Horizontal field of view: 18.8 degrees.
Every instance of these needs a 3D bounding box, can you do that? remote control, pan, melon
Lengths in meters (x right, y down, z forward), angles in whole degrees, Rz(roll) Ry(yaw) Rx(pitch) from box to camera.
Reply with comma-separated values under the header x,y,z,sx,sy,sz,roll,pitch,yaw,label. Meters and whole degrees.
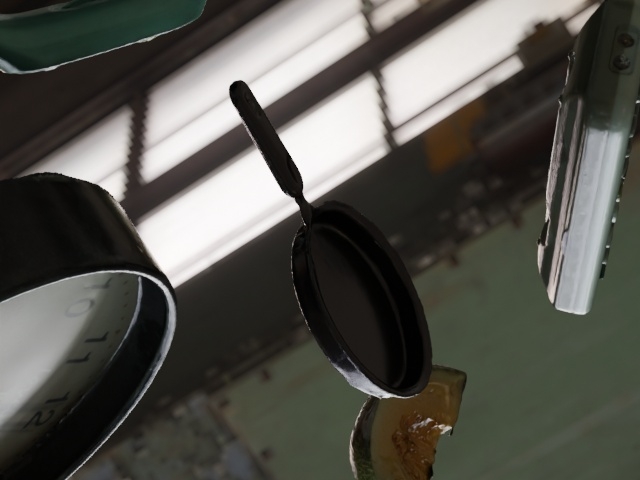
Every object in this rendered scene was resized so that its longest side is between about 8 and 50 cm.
x,y,z,sx,sy,sz,roll,pitch,yaw,label
0.223,-0.064,1.604,0.335,0.065,0.128,87,-166,-60,remote control
0.000,0.000,1.210,0.235,0.028,0.136,57,-154,-20,pan
0.060,0.171,1.592,0.128,0.079,0.160,36,-124,-41,melon

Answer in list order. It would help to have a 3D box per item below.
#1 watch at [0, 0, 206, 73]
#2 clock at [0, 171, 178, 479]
x,y,z,sx,sy,sz,roll,pitch,yaw,label
-0.171,-0.211,1.254,0.068,0.237,0.195,-126,18,-70,watch
-0.261,0.117,1.259,0.076,0.386,0.386,50,-169,20,clock
